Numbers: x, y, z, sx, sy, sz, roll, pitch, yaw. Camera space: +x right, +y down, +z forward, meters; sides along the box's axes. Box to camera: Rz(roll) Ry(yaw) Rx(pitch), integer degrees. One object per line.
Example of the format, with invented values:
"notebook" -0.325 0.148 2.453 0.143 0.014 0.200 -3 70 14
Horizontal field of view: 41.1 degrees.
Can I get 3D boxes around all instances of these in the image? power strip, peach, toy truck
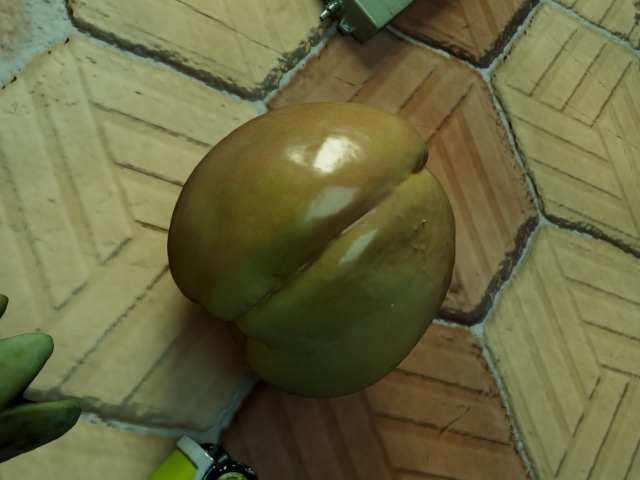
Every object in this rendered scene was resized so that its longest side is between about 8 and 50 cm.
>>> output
"power strip" 0.066 -0.247 0.747 0.080 0.029 0.227 50 55 -10
"peach" 0.000 0.000 0.535 0.184 0.184 0.184 11 68 -30
"toy truck" -0.059 0.175 0.500 0.077 0.076 0.111 -44 102 -18

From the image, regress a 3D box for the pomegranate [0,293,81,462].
"pomegranate" -0.220 0.113 0.311 0.242 0.242 0.306 39 54 -16
